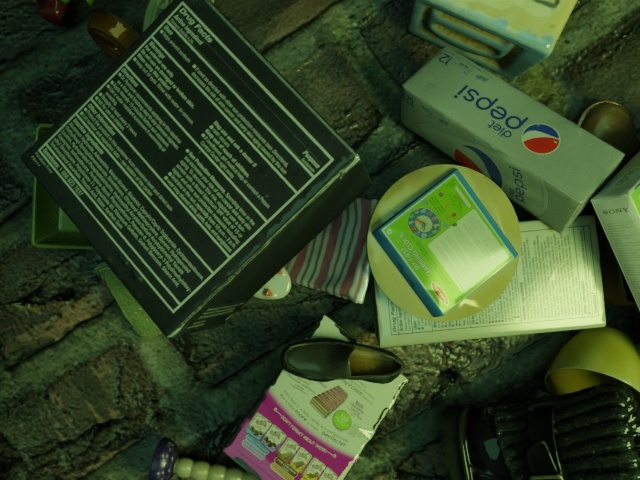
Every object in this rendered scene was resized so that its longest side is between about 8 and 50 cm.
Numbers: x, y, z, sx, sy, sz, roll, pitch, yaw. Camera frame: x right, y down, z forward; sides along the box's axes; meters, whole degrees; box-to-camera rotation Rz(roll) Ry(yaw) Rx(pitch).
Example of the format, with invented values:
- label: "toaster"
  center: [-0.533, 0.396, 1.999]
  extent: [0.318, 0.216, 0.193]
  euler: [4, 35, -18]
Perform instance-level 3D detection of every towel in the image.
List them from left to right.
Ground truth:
- label: "towel"
  center: [-0.257, 0.074, 0.839]
  extent: [0.110, 0.027, 0.148]
  euler: [-25, 113, 0]
- label: "towel"
  center: [0.000, 0.000, 0.795]
  extent: [0.197, 0.029, 0.144]
  euler: [14, 93, 43]

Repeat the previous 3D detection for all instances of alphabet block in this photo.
- label: "alphabet block"
  center: [0.245, -0.360, 0.749]
  extent: [0.193, 0.193, 0.197]
  euler: [25, 98, 0]

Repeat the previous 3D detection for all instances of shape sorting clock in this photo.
- label: "shape sorting clock"
  center: [0.162, 0.004, 0.729]
  extent: [0.206, 0.040, 0.206]
  euler: [0, 91, -9]

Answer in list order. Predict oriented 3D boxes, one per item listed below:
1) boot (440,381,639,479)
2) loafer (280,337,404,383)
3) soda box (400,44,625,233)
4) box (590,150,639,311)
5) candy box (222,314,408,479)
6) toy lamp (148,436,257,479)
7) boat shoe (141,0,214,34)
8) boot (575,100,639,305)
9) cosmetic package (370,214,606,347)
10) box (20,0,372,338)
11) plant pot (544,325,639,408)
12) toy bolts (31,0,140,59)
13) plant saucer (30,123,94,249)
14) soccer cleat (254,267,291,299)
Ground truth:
- label: "boot"
  center: [0.323, 0.371, 0.738]
  extent: [0.260, 0.131, 0.347]
  euler: [-16, 89, 31]
- label: "loafer"
  center: [0.031, 0.162, 0.757]
  extent: [0.170, 0.061, 0.062]
  euler: [4, 72, -10]
- label: "soda box"
  center: [0.246, -0.141, 0.758]
  extent: [0.286, 0.091, 0.098]
  euler: [40, 75, 21]
- label: "box"
  center: [0.497, 0.024, 0.739]
  extent: [0.232, 0.058, 0.321]
  euler: [-35, 104, -28]
- label: "candy box"
  center: [-0.006, 0.248, 0.796]
  extent: [0.159, 0.071, 0.233]
  euler: [39, 71, 2]
- label: "toy lamp"
  center: [-0.113, 0.362, 0.835]
  extent: [0.275, 0.080, 0.080]
  euler: [11, 91, 5]
- label: "boat shoe"
  center: [-0.197, -0.332, 0.818]
  extent: [0.089, 0.104, 0.285]
  euler: [5, 90, 5]
- label: "boot"
  center: [0.431, -0.057, 0.795]
  extent: [0.112, 0.115, 0.305]
  euler: [-3, 89, 4]
- label: "cosmetic package"
  center: [0.227, 0.056, 0.802]
  extent: [0.310, 0.113, 0.160]
  euler: [-5, 89, 3]
- label: "box"
  center: [-0.141, -0.088, 0.703]
  extent: [0.294, 0.183, 0.296]
  euler: [-43, 80, 6]
- label: "plant pot"
  center: [0.403, 0.180, 0.798]
  extent: [0.134, 0.134, 0.095]
  euler: [29, 60, 2]
- label: "toy bolts"
  center: [-0.326, -0.390, 0.814]
  extent: [0.229, 0.218, 0.158]
  euler: [23, 76, 34]
- label: "plant saucer"
  center: [-0.339, -0.080, 0.854]
  extent: [0.188, 0.045, 0.188]
  euler: [3, 91, 2]
- label: "soccer cleat"
  center: [-0.132, 0.032, 0.831]
  extent: [0.196, 0.076, 0.068]
  euler: [23, 84, 5]
